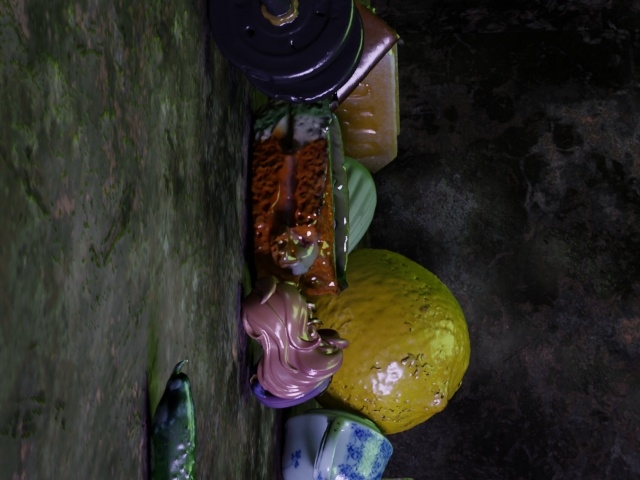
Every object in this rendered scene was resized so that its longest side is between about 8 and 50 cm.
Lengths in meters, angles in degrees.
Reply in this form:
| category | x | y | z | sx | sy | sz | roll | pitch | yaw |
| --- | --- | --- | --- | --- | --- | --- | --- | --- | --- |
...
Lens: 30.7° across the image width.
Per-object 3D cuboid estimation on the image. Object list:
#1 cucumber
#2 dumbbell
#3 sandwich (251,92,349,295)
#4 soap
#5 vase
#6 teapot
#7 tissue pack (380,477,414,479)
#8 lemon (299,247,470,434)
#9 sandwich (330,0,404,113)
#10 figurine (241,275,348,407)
| category | x | y | z | sx | sy | sz | roll | pitch | yaw |
| --- | --- | --- | --- | --- | --- | --- | --- | --- | --- |
| cucumber | -0.112 | 0.166 | 0.882 | 0.037 | 0.037 | 0.155 | -42 | 133 | -82 |
| dumbbell | -0.030 | -0.221 | 1.193 | 0.325 | 0.143 | 0.143 | 15 | 75 | -84 |
| sandwich | -0.030 | -0.028 | 1.421 | 0.292 | 0.109 | 0.212 | 76 | 21 | -57 |
| soap | 0.048 | -0.218 | 1.903 | 0.080 | 0.160 | 0.258 | -81 | 169 | -48 |
| vase | 0.003 | -0.025 | 1.677 | 0.248 | 0.128 | 0.128 | -66 | 157 | -54 |
| teapot | 0.013 | 0.322 | 1.622 | 0.232 | 0.158 | 0.159 | 89 | 3 | -60 |
| tissue pack | 0.072 | 0.607 | 1.843 | 0.380 | 0.207 | 0.297 | -83 | 168 | -57 |
| lemon | 0.081 | 0.142 | 1.723 | 0.310 | 0.257 | 0.258 | -126 | -158 | -43 |
| sandwich | -0.008 | -0.227 | 1.573 | 0.236 | 0.128 | 0.122 | -47 | -175 | 14 |
| figurine | -0.032 | 0.115 | 1.324 | 0.114 | 0.126 | 0.157 | 37 | -36 | 38 |
